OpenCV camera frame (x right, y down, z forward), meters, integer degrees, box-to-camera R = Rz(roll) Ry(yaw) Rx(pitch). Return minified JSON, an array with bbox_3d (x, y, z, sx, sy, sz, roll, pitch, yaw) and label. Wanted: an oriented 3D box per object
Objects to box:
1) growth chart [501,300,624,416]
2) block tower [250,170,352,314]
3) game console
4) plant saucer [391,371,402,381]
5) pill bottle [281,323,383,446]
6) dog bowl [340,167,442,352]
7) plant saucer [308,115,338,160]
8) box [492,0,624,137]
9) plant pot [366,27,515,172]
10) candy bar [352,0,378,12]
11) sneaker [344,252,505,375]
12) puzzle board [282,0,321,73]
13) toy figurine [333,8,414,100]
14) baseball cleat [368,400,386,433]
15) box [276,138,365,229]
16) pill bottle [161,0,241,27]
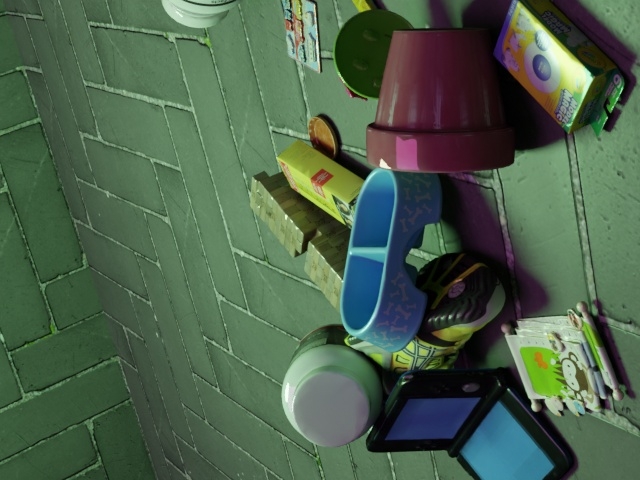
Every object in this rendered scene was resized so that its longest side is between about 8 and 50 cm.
[{"bbox_3d":[0.351,0.179,1.653,0.172,0.021,0.237,65,155,0],"label":"growth chart"},{"bbox_3d":[0.000,0.000,2.080,0.335,0.097,0.091,48,149,28],"label":"block tower"},{"bbox_3d":[0.231,0.345,1.859,0.293,0.250,0.173,109,158,-54],"label":"game console"},{"bbox_3d":[0.184,0.246,2.026,0.192,0.018,0.067,21,130,54],"label":"plant saucer"},{"bbox_3d":[0.023,0.259,2.011,0.318,0.176,0.176,-67,-44,-83],"label":"pill bottle"},{"bbox_3d":[0.103,0.020,1.754,0.166,0.074,0.297,0,78,65],"label":"dog bowl"},{"bbox_3d":[0.006,-0.180,2.001,0.083,0.013,0.083,42,145,39],"label":"plant saucer"},{"bbox_3d":[0.293,-0.213,1.401,0.179,0.043,0.105,50,151,26],"label":"box"},{"bbox_3d":[0.161,-0.192,1.520,0.201,0.201,0.180,19,113,56],"label":"plant pot"},{"bbox_3d":[0.071,-0.355,1.726,0.161,0.018,0.040,58,157,15],"label":"candy bar"},{"bbox_3d":[0.190,0.129,1.824,0.147,0.145,0.384,39,155,-13],"label":"sneaker"},{"bbox_3d":[-0.033,-0.356,1.929,0.096,0.011,0.128,38,143,44],"label":"puzzle board"},{"bbox_3d":[0.094,-0.252,1.686,0.159,0.173,0.130,154,134,-83],"label":"toy figurine"},{"bbox_3d":[0.103,0.324,2.184,0.206,0.072,0.109,5,112,58],"label":"baseball cleat"},{"bbox_3d":[0.019,-0.092,1.979,0.232,0.058,0.087,37,161,44],"label":"box"},{"bbox_3d":[-0.187,-0.507,1.895,0.181,0.181,0.323,57,153,18],"label":"pill bottle"}]
